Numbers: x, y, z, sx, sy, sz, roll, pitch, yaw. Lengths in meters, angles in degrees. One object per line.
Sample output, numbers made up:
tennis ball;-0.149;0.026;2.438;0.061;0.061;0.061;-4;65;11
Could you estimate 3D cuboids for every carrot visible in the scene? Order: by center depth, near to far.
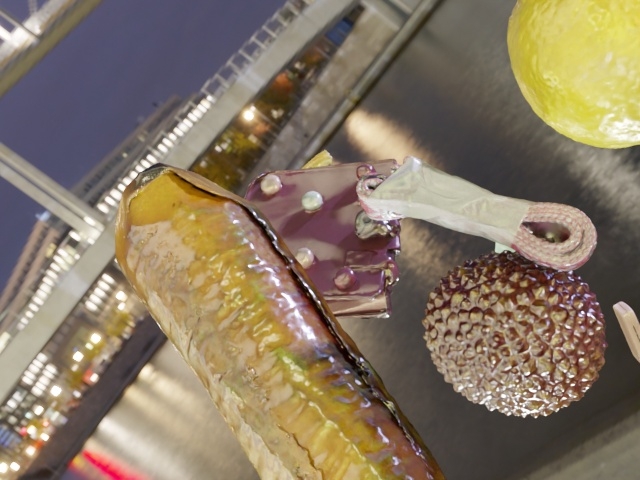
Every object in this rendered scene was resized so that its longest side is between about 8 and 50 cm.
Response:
carrot;-0.010;0.068;0.332;0.070;0.260;0.070;-27;-31;-17

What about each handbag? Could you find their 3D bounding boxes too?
handbag;-0.002;-0.002;0.992;0.216;0.074;0.203;-5;55;23

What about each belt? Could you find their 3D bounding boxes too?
belt;0.150;-0.030;0.780;0.053;0.232;0.071;25;-98;-70

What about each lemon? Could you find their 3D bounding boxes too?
lemon;0.291;-0.192;0.809;0.192;0.231;0.192;-23;-23;-11

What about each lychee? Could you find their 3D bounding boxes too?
lychee;0.195;0.095;0.832;0.188;0.188;0.188;-53;6;8

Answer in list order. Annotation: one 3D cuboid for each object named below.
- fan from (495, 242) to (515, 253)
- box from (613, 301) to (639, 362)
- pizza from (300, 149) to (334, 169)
fan;0.276;0.055;1.240;0.016;0.038;0.193;-40;-32;-26
box;0.550;0.163;1.419;0.025;0.115;0.048;-26;17;8
pizza;-0.010;-0.053;1.169;0.041;0.131;0.178;53;133;40
